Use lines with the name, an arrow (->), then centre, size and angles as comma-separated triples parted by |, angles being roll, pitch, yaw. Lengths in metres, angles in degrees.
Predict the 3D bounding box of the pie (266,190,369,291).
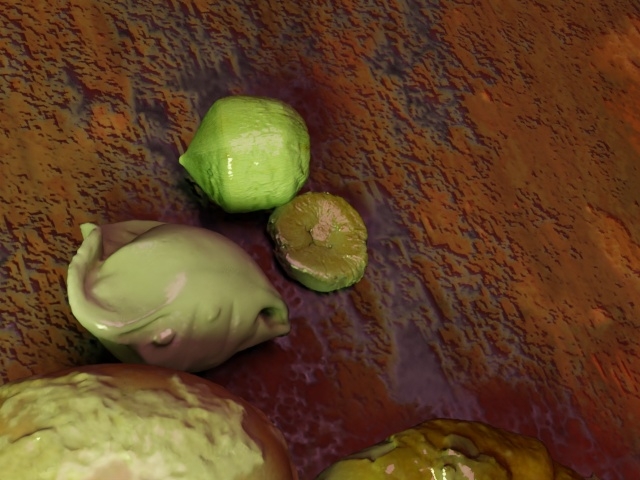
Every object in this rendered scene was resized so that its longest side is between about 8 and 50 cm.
pie -> 0.000, 0.000, 1.041 | 0.084, 0.020, 0.084 | 10, 57, -16

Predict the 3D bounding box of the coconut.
coconut -> -0.055, -0.063, 1.021 | 0.096, 0.088, 0.088 | -2, 57, -5

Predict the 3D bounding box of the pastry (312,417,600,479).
pastry -> 0.095, 0.219, 0.868 | 0.257, 0.121, 0.236 | -29, 72, -35

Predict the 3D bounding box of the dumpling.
dumpling -> -0.108, 0.023, 0.934 | 0.169, 0.100, 0.134 | -18, 52, -34

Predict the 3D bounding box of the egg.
egg -> -0.124, 0.162, 0.774 | 0.233, 0.195, 0.195 | -24, 69, -20
